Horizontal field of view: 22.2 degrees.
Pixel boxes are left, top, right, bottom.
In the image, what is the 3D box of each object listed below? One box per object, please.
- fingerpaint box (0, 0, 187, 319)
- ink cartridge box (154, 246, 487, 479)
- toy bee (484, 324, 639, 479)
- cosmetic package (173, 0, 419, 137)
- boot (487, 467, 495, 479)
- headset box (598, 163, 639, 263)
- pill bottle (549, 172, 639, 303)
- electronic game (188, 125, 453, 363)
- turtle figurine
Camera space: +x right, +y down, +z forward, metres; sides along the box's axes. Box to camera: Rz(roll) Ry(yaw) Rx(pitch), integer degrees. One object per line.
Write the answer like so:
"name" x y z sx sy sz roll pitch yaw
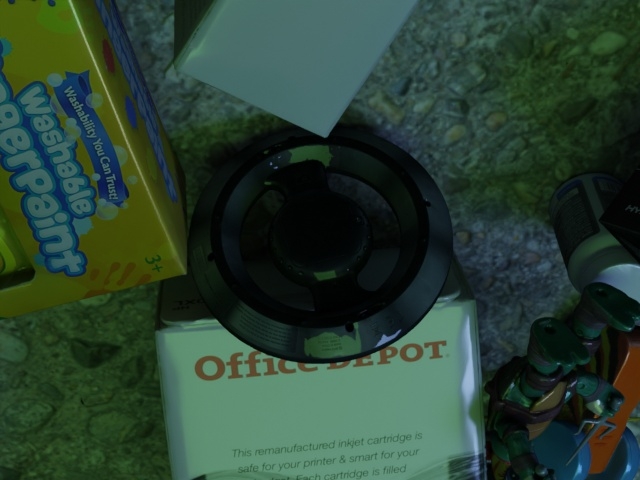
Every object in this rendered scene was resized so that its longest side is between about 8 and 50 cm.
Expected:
"fingerpaint box" -0.347 -0.135 1.305 0.371 0.163 0.445 -14 127 5
"ink cartridge box" 0.007 0.217 1.536 0.285 0.166 0.395 -5 109 -2
"toy bee" 0.223 0.205 1.631 0.195 0.162 0.298 33 87 -43
"cosmetic package" -0.003 -0.240 1.220 0.138 0.224 0.224 25 121 -21
"boot" 0.196 0.308 1.737 0.305 0.112 0.115 12 141 -6
"headset box" 0.412 -0.059 1.401 0.218 0.110 0.293 43 80 -29
"pill bottle" 0.258 0.006 1.482 0.078 0.137 0.078 -2 127 -3
"electronic game" 0.000 0.000 1.407 0.229 0.229 0.048 -5 152 -1
"turtle figurine" 0.202 0.148 1.440 0.118 0.175 0.234 26 135 14
